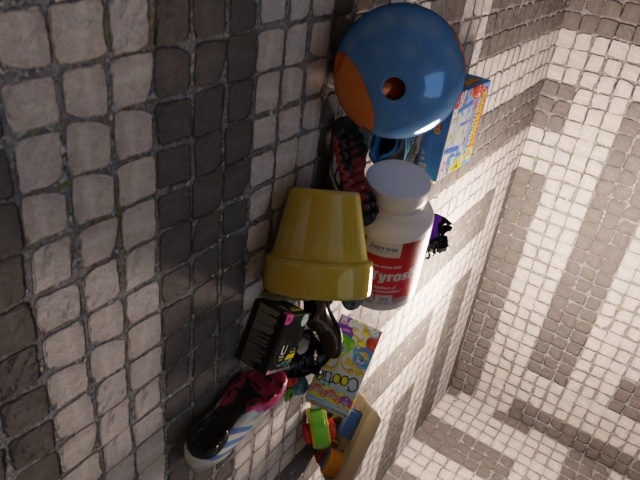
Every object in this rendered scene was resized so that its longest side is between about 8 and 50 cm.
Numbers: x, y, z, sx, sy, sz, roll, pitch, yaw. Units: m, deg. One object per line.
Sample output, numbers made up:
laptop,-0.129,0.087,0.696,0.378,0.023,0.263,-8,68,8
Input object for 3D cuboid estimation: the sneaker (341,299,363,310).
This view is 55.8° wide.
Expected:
sneaker,0.035,0.086,1.649,0.125,0.104,0.261,-30,113,-33

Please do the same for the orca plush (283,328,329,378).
orca plush,-0.041,0.333,1.685,0.287,0.102,0.151,16,96,-53

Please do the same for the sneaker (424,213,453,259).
sneaker,0.398,0.017,2.237,0.293,0.146,0.102,-54,152,-23

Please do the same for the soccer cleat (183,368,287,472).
soccer cleat,-0.217,0.441,1.514,0.331,0.116,0.143,-37,158,-41

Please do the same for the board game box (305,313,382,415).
board game box,0.072,0.392,1.874,0.144,0.142,0.275,92,22,-70

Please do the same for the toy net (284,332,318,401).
toy net,-0.054,0.367,1.814,0.122,0.045,0.232,6,104,-52

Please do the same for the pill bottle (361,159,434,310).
pill bottle,0.188,-0.012,1.694,0.229,0.229,0.407,-43,150,-39

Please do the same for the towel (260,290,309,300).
towel,-0.061,0.131,1.487,0.110,0.148,0.027,-7,91,-60

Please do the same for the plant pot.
plant pot,0.000,0.000,1.397,0.254,0.254,0.238,-4,99,-61

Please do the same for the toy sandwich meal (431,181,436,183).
toy sandwich meal,0.416,-0.241,2.187,0.085,0.029,0.085,-48,153,-35

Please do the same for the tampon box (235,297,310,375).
tampon box,-0.118,0.235,1.506,0.120,0.102,0.160,5,107,-63

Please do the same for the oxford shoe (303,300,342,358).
oxford shoe,-0.005,0.232,1.684,0.096,0.083,0.227,-24,98,-44

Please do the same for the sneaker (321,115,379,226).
sneaker,0.057,-0.169,1.501,0.098,0.135,0.275,-25,111,-37

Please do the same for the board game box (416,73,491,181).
board game box,0.453,-0.388,2.062,0.302,0.086,0.308,-31,138,-49

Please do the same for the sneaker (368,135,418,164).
sneaker,0.237,-0.346,1.653,0.140,0.125,0.340,4,106,-58

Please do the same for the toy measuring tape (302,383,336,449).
toy measuring tape,-0.006,0.607,2.011,0.121,0.121,0.330,-46,148,-34

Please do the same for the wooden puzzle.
wooden puzzle,0.071,0.694,2.132,0.322,0.081,0.348,-64,-168,-3

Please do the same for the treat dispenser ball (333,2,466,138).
treat dispenser ball,0.171,-0.367,1.322,0.288,0.288,0.288,-43,146,-39
